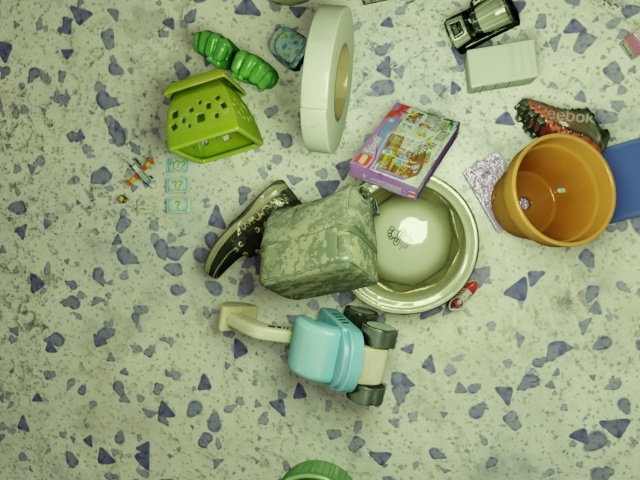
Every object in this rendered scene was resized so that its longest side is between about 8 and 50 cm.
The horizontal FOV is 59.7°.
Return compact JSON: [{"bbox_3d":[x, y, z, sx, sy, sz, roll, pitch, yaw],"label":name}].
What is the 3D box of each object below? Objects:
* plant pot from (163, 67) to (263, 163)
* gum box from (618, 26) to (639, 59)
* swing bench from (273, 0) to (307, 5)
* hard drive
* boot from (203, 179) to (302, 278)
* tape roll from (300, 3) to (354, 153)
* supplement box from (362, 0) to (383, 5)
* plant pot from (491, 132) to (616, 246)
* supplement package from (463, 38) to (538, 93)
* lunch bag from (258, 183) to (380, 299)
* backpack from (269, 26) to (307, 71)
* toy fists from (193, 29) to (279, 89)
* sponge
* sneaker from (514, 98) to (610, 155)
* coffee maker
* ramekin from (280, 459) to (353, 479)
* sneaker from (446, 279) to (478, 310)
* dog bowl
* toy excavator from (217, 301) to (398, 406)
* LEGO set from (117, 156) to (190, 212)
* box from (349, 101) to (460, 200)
[{"bbox_3d":[-0.326,-0.371,1.661,0.227,0.228,0.207,-14,85,11],"label":"plant pot"},{"bbox_3d":[0.914,-0.574,1.484,0.188,0.107,0.062,-35,88,10],"label":"gum box"},{"bbox_3d":[-0.077,-0.812,1.568,0.165,0.253,0.254,29,99,7],"label":"swing bench"},{"bbox_3d":[0.909,-0.184,1.544,0.319,0.040,0.210,-16,91,11],"label":"hard drive"},{"bbox_3d":[-0.149,0.038,1.702,0.284,0.138,0.377,43,94,5],"label":"boot"},{"bbox_3d":[0.024,-0.430,1.508,0.072,0.392,0.392,8,95,9],"label":"tape roll"},{"bbox_3d":[0.167,-0.824,1.616,0.130,0.073,0.239,-7,92,10],"label":"supplement box"},{"bbox_3d":[0.596,-0.118,1.492,0.291,0.203,0.291,1,83,-11],"label":"plant pot"},{"bbox_3d":[0.502,-0.485,1.563,0.179,0.105,0.105,-6,93,10],"label":"supplement package"},{"bbox_3d":[0.000,0.000,1.484,0.305,0.212,0.256,-16,63,28],"label":"lunch bag"},{"bbox_3d":[-0.095,-0.581,1.673,0.114,0.084,0.105,37,97,9],"label":"backpack"},{"bbox_3d":[-0.257,-0.540,1.674,0.279,0.142,0.096,34,98,7],"label":"toy fists"},{"bbox_3d":[0.516,-0.140,1.621,0.117,0.031,0.210,-30,88,11],"label":"sponge"},{"bbox_3d":[0.677,-0.323,1.550,0.276,0.097,0.135,40,77,19],"label":"sneaker"},{"bbox_3d":[0.454,-0.599,1.554,0.178,0.171,0.120,-20,67,31],"label":"coffee maker"},{"bbox_3d":[-0.015,0.835,1.719,0.303,0.148,0.303,1,94,10],"label":"ramekin"},{"bbox_3d":[0.420,0.165,1.640,0.118,0.067,0.042,-45,86,10],"label":"sneaker"},{"bbox_3d":[0.245,0.002,1.619,0.408,0.150,0.408,1,94,11],"label":"dog bowl"},{"bbox_3d":[-0.056,0.285,1.635,0.445,0.433,0.222,11,96,-19],"label":"toy excavator"},{"bbox_3d":[-0.543,-0.178,1.793,0.244,0.060,0.182,-1,90,10],"label":"LEGO set"},{"bbox_3d":[0.236,-0.254,1.544,0.201,0.057,0.293,24,57,20],"label":"box"}]
